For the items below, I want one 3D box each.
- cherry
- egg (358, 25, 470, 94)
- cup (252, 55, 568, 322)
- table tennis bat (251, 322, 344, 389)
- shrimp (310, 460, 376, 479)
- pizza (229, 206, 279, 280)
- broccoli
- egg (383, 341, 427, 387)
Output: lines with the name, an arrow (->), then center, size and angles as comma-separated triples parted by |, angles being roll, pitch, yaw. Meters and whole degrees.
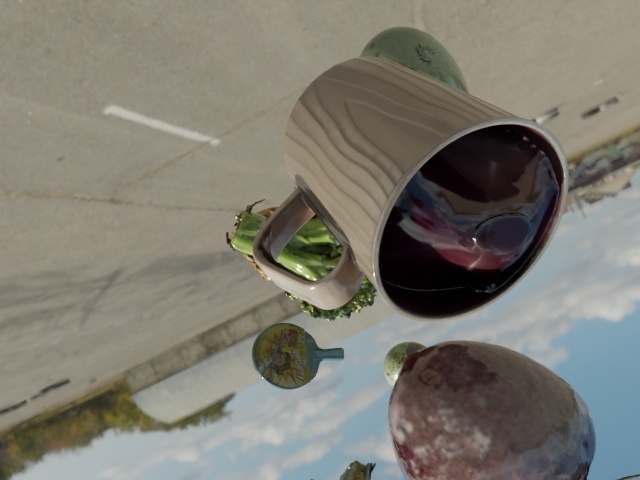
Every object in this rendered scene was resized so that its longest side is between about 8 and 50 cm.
cherry -> 0.190, 0.226, 0.879 | 0.213, 0.266, 0.183 | -50, 164, 0
egg -> 0.127, -0.184, 1.112 | 0.169, 0.236, 0.169 | -17, -148, 11
cup -> 0.083, -0.042, 0.861 | 0.208, 0.273, 0.288 | 19, 107, -34
table tennis bat -> -0.033, 0.174, 1.191 | 0.155, 0.100, 0.019 | 4, 160, -31
shrimp -> 0.033, 0.596, 1.742 | 0.068, 0.185, 0.287 | 18, 149, -12
pizza -> -0.061, 0.014, 1.541 | 0.305, 0.161, 0.085 | 4, -172, 35
broccoli -> 0.017, 0.002, 1.212 | 0.273, 0.242, 0.180 | 12, 174, -43
egg -> 0.142, 0.202, 1.254 | 0.085, 0.085, 0.110 | -26, 147, 14
